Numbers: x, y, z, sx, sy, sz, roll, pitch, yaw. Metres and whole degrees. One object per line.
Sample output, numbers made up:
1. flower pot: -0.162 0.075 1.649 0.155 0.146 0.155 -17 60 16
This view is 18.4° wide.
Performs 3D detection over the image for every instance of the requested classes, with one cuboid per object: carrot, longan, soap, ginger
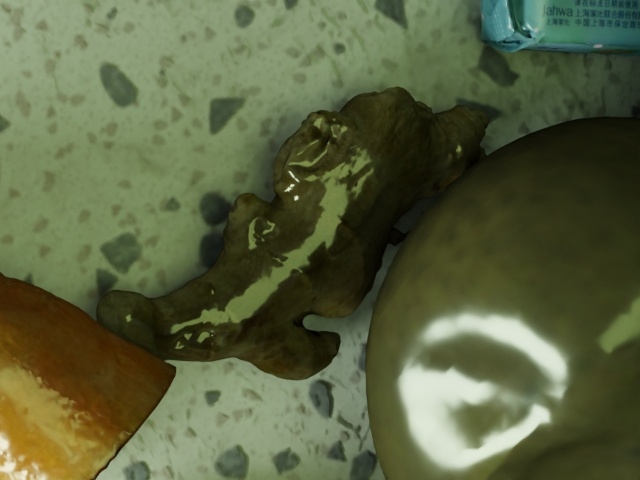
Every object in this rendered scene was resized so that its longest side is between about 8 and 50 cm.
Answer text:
1. carrot: -0.232 0.082 1.331 0.225 0.159 0.159 38 79 -9
2. longan: 0.173 0.066 1.418 0.288 0.288 0.350 23 120 -25
3. soap: 0.244 -0.219 1.539 0.293 0.077 0.156 1 95 -26
4. ginger: 0.001 -0.002 1.450 0.333 0.080 0.166 -46 118 -17
